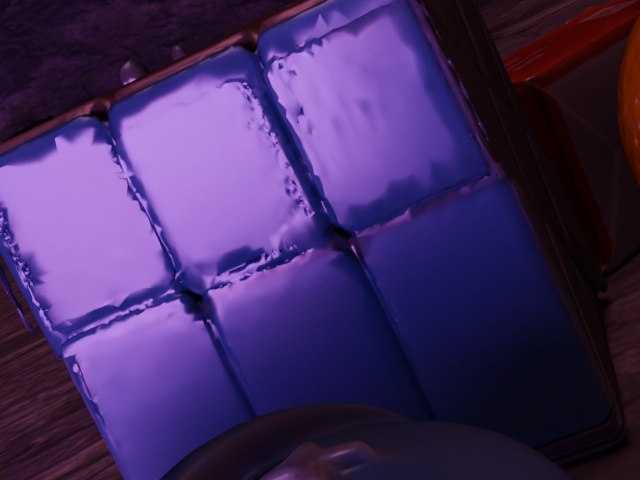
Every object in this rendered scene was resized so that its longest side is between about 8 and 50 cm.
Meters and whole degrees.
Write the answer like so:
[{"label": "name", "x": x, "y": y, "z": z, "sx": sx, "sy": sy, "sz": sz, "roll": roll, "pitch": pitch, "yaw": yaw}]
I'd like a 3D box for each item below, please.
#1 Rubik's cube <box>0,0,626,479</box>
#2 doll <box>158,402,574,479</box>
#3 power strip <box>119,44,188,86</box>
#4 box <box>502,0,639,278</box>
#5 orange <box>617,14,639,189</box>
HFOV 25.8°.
[{"label": "Rubik's cube", "x": 0.000, "y": 0.000, "z": 0.698, "sx": 0.225, "sy": 0.231, "sz": 0.221, "roll": -24, "pitch": 10, "yaw": 14}, {"label": "doll", "x": -0.032, "y": 0.128, "z": 0.394, "sx": 0.314, "sy": 0.141, "sz": 0.177, "roll": -19, "pitch": 17, "yaw": 42}, {"label": "power strip", "x": -0.090, "y": -0.042, "z": 1.085, "sx": 0.139, "sy": 0.224, "sz": 0.140, "roll": -22, "pitch": 12, "yaw": 9}, {"label": "box", "x": 0.171, "y": -0.069, "z": 0.893, "sx": 0.182, "sy": 0.133, "sz": 0.099, "roll": -34, "pitch": 15, "yaw": -36}, {"label": "orange", "x": 0.243, "y": -0.070, "z": 0.627, "sx": 0.219, "sy": 0.193, "sz": 0.219, "roll": -10, "pitch": 1, "yaw": 0}]
